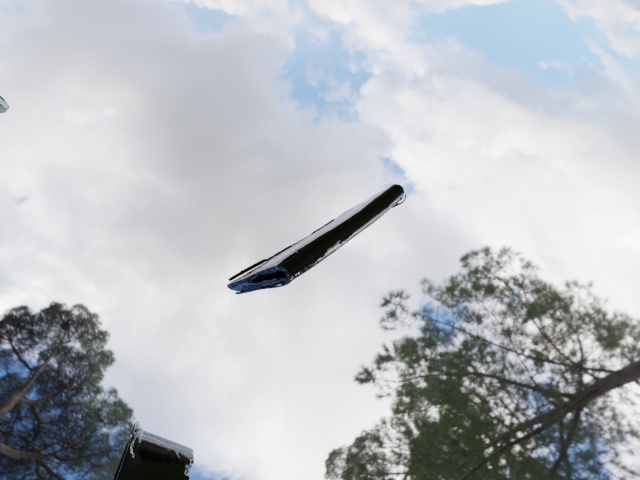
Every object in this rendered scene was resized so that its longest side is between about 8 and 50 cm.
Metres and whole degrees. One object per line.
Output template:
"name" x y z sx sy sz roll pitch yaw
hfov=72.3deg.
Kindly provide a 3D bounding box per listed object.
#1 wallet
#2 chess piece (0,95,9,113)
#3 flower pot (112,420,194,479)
"wallet" 0.000 0.000 0.721 0.318 0.172 0.045 -33 -82 -44
"chess piece" -0.837 -0.299 1.063 0.149 0.059 0.059 -37 -111 0
"flower pot" -0.261 0.369 0.670 0.106 0.157 0.157 20 -129 -17
